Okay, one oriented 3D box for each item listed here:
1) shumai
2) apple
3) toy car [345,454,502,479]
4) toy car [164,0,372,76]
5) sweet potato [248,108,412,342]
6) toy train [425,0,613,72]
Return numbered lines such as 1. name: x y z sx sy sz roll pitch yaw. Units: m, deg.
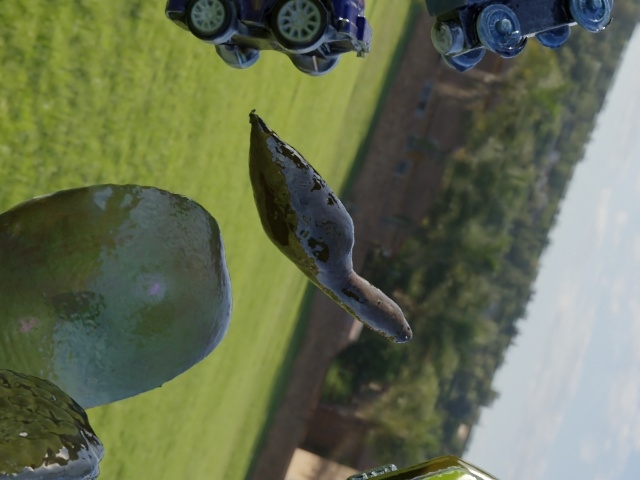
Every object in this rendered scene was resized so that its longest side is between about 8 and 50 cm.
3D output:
1. shumai: -0.221 0.161 0.807 0.161 0.209 0.153 -10 108 -42
2. apple: -0.208 0.053 1.095 0.120 0.264 0.193 -104 180 -52
3. toy car: 0.089 0.247 0.917 0.247 0.198 0.204 -8 144 -37
4. toy car: -0.054 -0.284 1.459 0.172 0.235 0.158 21 76 -81
5. sweet potato: 0.000 0.003 1.172 0.074 0.269 0.075 -31 -161 12
6. toy train: 0.263 -0.353 1.742 0.131 0.299 0.202 -10 -83 60
